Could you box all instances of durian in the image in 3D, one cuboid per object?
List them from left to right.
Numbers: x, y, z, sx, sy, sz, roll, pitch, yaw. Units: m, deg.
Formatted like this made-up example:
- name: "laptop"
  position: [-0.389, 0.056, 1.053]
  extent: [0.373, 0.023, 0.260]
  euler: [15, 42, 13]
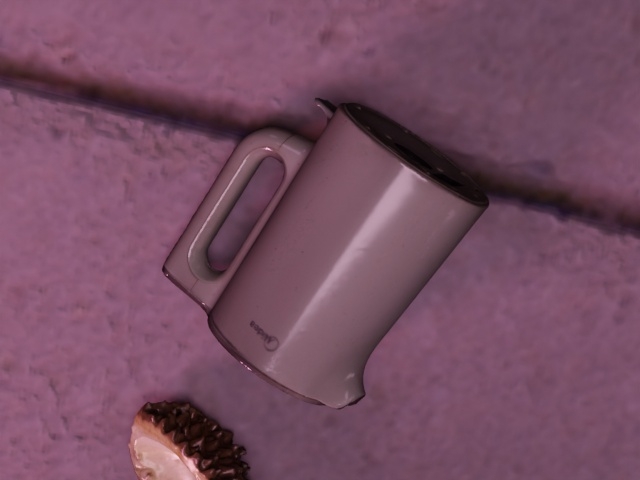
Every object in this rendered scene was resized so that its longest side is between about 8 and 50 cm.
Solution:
- name: "durian"
  position: [-0.070, 0.152, 1.121]
  extent: [0.066, 0.052, 0.130]
  euler: [-20, 105, 5]

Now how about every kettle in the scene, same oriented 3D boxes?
- name: "kettle"
  position: [0.002, 0.003, 1.066]
  extent: [0.127, 0.098, 0.148]
  euler: [32, 104, -15]
